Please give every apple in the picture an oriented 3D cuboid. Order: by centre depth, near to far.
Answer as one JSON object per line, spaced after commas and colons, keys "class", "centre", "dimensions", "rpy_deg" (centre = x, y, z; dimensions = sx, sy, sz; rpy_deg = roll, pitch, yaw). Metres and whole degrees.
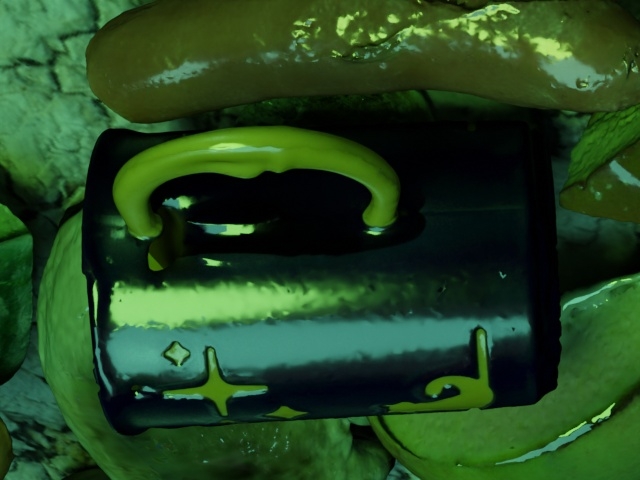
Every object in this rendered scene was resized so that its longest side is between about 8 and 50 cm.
{"class": "apple", "centre": [0.166, 0.118, 1.093], "dimensions": [0.265, 0.120, 0.193], "rpy_deg": [-18, 145, 26]}

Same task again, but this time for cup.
{"class": "cup", "centre": [0.002, 0.021, 0.923], "dimensions": [0.256, 0.255, 0.178], "rpy_deg": [-3, 95, 7]}

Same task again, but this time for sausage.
{"class": "sausage", "centre": [0.024, -0.109, 0.913], "dimensions": [0.327, 0.079, 0.087], "rpy_deg": [0, 101, 22]}

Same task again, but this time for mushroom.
{"class": "mushroom", "centre": [-0.075, 0.108, 1.186], "dimensions": [0.247, 0.130, 0.344], "rpy_deg": [4, 141, 24]}

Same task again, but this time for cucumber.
{"class": "cucumber", "centre": [-0.258, 0.042, 1.198], "dimensions": [0.115, 0.063, 0.244], "rpy_deg": [47, 152, 23]}

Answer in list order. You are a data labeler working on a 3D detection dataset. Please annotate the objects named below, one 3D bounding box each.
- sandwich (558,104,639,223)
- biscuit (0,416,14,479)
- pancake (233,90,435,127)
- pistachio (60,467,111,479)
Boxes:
{"class": "sandwich", "centre": [0.241, -0.077, 0.848], "dimensions": [0.096, 0.094, 0.258], "rpy_deg": [38, 138, -21]}
{"class": "biscuit", "centre": [-0.393, 0.050, 1.231], "dimensions": [0.350, 0.078, 0.455], "rpy_deg": [23, 144, 33]}
{"class": "pancake", "centre": [0.012, -0.064, 1.021], "dimensions": [0.129, 0.022, 0.116], "rpy_deg": [-15, 133, 36]}
{"class": "pistachio", "centre": [-0.151, 0.276, 1.368], "dimensions": [0.197, 0.166, 0.288], "rpy_deg": [-8, -171, -31]}
